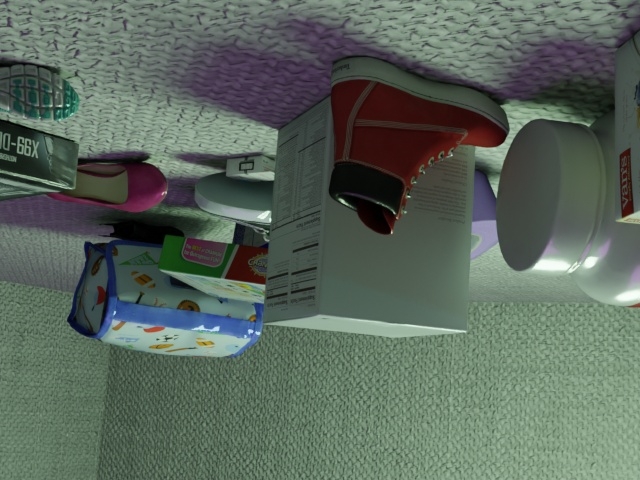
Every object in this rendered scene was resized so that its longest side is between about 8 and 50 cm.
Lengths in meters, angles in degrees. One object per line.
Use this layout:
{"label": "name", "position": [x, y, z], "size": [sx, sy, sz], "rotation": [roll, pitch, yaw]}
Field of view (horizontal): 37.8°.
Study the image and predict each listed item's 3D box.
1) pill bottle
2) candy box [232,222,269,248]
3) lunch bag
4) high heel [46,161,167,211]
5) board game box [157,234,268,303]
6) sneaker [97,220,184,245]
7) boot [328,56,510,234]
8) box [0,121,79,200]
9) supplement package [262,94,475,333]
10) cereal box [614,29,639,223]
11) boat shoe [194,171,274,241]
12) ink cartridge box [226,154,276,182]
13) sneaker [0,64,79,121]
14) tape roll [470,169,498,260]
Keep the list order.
{"label": "pill bottle", "position": [0.424, -0.031, 1.071], "size": [0.408, 0.228, 0.229], "rotation": [5, 170, -12]}
{"label": "candy box", "position": [0.000, 0.000, 1.747], "size": [0.268, 0.122, 0.317], "rotation": [10, 170, -19]}
{"label": "lunch bag", "position": [-0.323, 0.125, 1.948], "size": [0.328, 0.238, 0.385], "rotation": [10, -179, -23]}
{"label": "high heel", "position": [-0.352, -0.091, 1.469], "size": [0.244, 0.082, 0.117], "rotation": [12, -172, 40]}
{"label": "board game box", "position": [-0.093, 0.067, 1.663], "size": [0.317, 0.064, 0.242], "rotation": [7, 168, 17]}
{"label": "sneaker", "position": [-0.389, -0.014, 2.031], "size": [0.170, 0.051, 0.089], "rotation": [6, 176, 8]}
{"label": "boot", "position": [0.110, -0.086, 1.028], "size": [0.244, 0.176, 0.088], "rotation": [9, 168, -35]}
{"label": "box", "position": [-0.549, -0.119, 1.379], "size": [0.308, 0.076, 0.242], "rotation": [-4, 168, 39]}
{"label": "supplement package", "position": [0.058, -0.019, 1.178], "size": [0.199, 0.262, 0.198], "rotation": [8, 169, -22]}
{"label": "cereal box", "position": [0.309, -0.117, 0.771], "size": [0.047, 0.172, 0.240], "rotation": [4, 170, -5]}
{"label": "boat shoe", "position": [-0.059, -0.039, 1.507], "size": [0.306, 0.113, 0.104], "rotation": [1, 128, -27]}
{"label": "ink cartridge box", "position": [-0.095, -0.108, 1.414], "size": [0.083, 0.028, 0.048], "rotation": [-2, 169, 32]}
{"label": "sneaker", "position": [-0.362, -0.174, 1.076], "size": [0.167, 0.064, 0.076], "rotation": [9, -174, -14]}
{"label": "tape roll", "position": [0.144, -0.008, 1.441], "size": [0.275, 0.090, 0.275], "rotation": [-18, 162, -6]}
